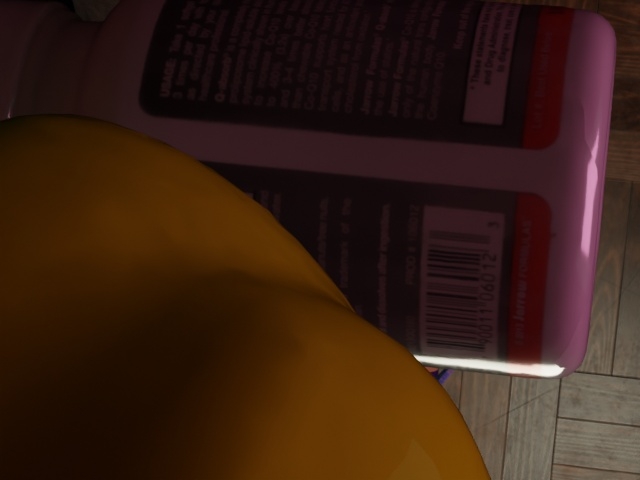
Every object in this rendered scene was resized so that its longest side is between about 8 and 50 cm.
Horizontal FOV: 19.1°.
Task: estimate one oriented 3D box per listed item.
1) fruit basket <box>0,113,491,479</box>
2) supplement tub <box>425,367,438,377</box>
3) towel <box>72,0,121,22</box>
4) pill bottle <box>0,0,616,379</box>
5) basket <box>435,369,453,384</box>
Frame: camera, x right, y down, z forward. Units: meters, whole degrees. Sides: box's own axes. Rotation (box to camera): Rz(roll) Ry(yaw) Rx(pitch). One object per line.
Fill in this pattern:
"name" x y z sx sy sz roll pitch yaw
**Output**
"fruit basket" -0.118 0.038 0.471 0.283 0.392 0.392 -54 149 -74
"supplement tub" -0.002 -0.014 1.678 0.241 0.241 0.331 -7 103 -82
"towel" -0.081 -0.169 1.191 0.049 0.187 0.282 -57 161 -24
"pill bottle" -0.021 -0.041 1.088 0.210 0.363 0.210 6 90 -81
"basket" 0.000 0.000 1.406 0.201 0.289 0.255 -38 -179 37
